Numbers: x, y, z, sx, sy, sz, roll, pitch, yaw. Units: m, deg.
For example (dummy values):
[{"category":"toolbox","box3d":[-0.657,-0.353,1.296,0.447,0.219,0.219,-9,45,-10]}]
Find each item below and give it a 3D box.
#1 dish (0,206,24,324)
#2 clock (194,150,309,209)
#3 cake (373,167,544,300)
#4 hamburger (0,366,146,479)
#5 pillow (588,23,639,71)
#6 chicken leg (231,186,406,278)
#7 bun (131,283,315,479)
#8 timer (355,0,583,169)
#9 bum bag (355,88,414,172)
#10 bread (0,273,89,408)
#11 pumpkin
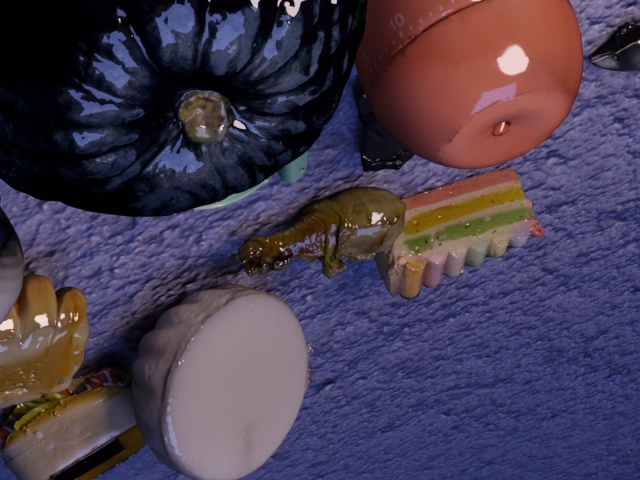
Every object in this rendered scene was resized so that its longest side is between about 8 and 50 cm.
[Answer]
[{"category":"dish","box3d":[-0.347,-0.057,1.323,0.134,0.273,0.273,-50,149,7]},{"category":"clock","box3d":[-0.117,-0.094,1.646,0.211,0.066,0.159,-21,151,-9]},{"category":"cake","box3d":[0.172,-0.019,1.976,0.225,0.109,0.090,-25,152,-3]},{"category":"hamburger","box3d":[-0.321,0.247,2.009,0.210,0.116,0.173,-32,159,-3]},{"category":"pillow","box3d":[0.403,-0.234,1.868,0.136,0.055,0.091,-5,148,-33]},{"category":"chicken leg","box3d":[0.000,0.000,1.885,0.228,0.088,0.103,-24,166,-13]},{"category":"bun","box3d":[-0.156,0.171,1.969,0.263,0.175,0.263,-18,115,-46]},{"category":"timer","box3d":[0.149,-0.194,1.553,0.230,0.214,0.229,-16,154,-8]},{"category":"bum bag","box3d":[0.084,-0.137,1.764,0.087,0.049,0.197,-26,152,-12]},{"category":"bread","box3d":[-0.410,0.119,1.691,0.311,0.121,0.173,-10,144,-30]},{"category":"pumpkin","box3d":[-0.140,-0.185,1.256,0.363,0.266,0.363,-16,148,-11]}]
